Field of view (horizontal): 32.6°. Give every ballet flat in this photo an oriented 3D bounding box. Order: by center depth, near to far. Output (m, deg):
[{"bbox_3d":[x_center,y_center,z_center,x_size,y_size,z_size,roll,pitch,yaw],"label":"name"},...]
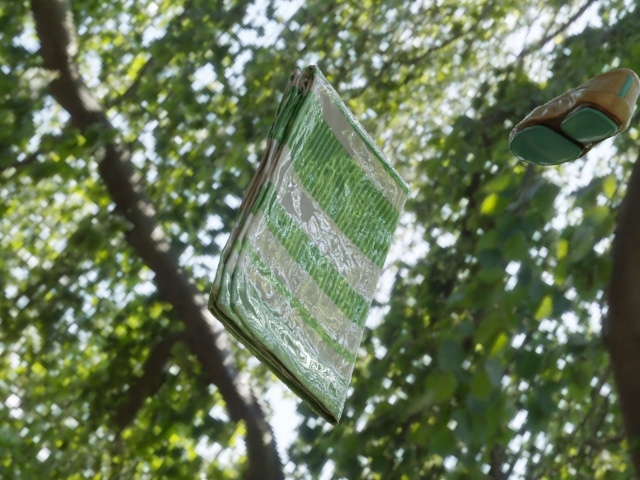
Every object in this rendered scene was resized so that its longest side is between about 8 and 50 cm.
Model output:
[{"bbox_3d":[0.293,-0.139,1.245,0.080,0.073,0.232,35,-14,-11],"label":"ballet flat"}]

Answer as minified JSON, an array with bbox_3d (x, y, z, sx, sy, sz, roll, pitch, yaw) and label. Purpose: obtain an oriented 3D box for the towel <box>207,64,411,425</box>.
[{"bbox_3d":[0.000,0.000,1.200,0.038,0.325,0.248,-8,-40,35],"label":"towel"}]
